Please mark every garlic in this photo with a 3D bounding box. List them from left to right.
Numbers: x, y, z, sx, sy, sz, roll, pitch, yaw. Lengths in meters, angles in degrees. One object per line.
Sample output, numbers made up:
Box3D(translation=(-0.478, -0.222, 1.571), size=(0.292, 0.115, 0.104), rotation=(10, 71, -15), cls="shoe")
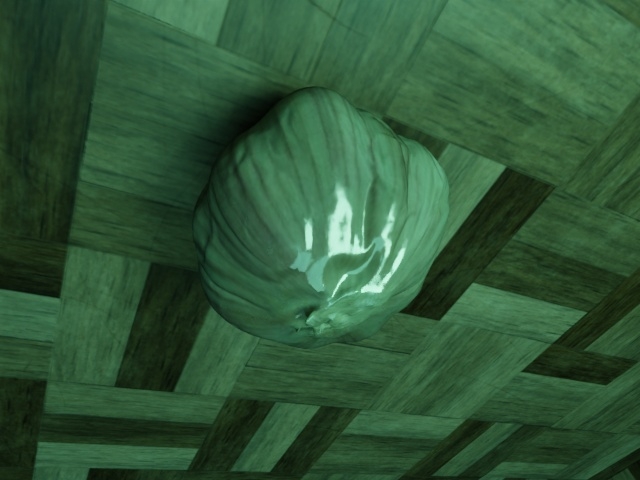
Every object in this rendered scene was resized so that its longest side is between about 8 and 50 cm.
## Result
Box3D(translation=(0.000, 0.000, 0.502), size=(0.318, 0.259, 0.317), rotation=(-5, 125, -7), cls="garlic")
